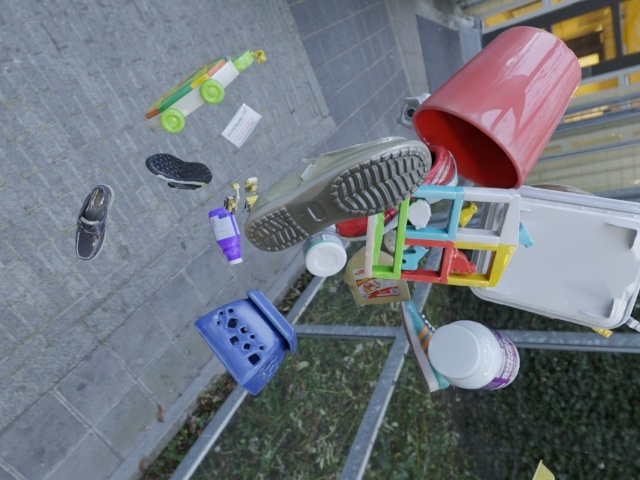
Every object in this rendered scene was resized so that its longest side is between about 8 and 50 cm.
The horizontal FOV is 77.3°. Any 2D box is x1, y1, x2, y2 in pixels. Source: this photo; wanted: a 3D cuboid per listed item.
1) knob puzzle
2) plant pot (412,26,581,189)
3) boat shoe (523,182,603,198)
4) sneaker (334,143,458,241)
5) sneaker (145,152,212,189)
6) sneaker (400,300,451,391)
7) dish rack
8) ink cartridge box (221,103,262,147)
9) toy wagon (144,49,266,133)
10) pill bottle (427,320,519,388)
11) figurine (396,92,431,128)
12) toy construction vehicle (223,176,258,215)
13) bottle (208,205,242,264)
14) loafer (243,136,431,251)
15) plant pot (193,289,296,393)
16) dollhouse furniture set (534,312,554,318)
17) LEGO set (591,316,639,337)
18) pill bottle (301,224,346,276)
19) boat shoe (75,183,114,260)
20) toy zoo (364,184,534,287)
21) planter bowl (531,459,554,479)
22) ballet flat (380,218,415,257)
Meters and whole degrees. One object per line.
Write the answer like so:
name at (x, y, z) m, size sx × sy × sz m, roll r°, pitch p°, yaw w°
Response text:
knob puzzle at (0.161, 0.099, 1.187) m, size 0.030 × 0.213 × 0.213 m, roll -54°, pitch 129°, yaw -56°
plant pot at (0.371, -0.276, 0.833) m, size 0.243 × 0.275 × 0.275 m, roll -51°, pitch 137°, yaw 0°
boat shoe at (0.602, -0.057, 0.925) m, size 0.120 × 0.324 × 0.122 m, roll -20°, pitch 121°, yaw -58°
sneaker at (0.140, -0.105, 0.816) m, size 0.118 × 0.279 × 0.107 m, roll 54°, pitch 6°, yaw -41°
sneaker at (-0.406, -0.175, 1.134) m, size 0.235 × 0.097 × 0.084 m, roll 3°, pitch 58°, yaw -64°
sneaker at (0.355, 0.328, 1.312) m, size 0.108 × 0.121 × 0.301 m, roll 69°, pitch 2°, yaw -77°
dish rack at (0.507, 0.038, 0.868) m, size 0.072 × 0.333 × 0.285 m, roll -21°, pitch 121°, yaw -61°
ink cartridge box at (-0.217, -0.311, 1.102) m, size 0.062 × 0.181 × 0.104 m, roll 35°, pitch 92°, yaw -15°
toy wagon at (-0.301, -0.404, 1.043) m, size 0.068 × 0.345 × 0.267 m, roll 53°, pitch 7°, yaw -33°
pill bottle at (0.400, 0.301, 1.049) m, size 0.302 × 0.169 × 0.169 m, roll 25°, pitch 65°, yaw -48°
figurine at (0.357, -0.394, 1.186) m, size 0.209 × 0.215 × 0.092 m, roll -42°, pitch 136°, yaw -50°
toy construction vehicle at (-0.174, -0.094, 0.919) m, size 0.086 × 0.035 × 0.098 m, roll -18°, pitch 141°, yaw -40°
bottle at (-0.454, -0.022, 1.958) m, size 0.092 × 0.118 × 0.282 m, roll -38°, pitch 111°, yaw -83°
loafer at (0.015, -0.078, 0.549) m, size 0.101 × 0.269 × 0.092 m, roll 62°, pitch 9°, yaw -46°
plant pot at (-0.205, 0.297, 1.209) m, size 0.212 × 0.236 × 0.236 m, roll -38°, pitch 159°, yaw -17°
dollhouse furniture set at (0.686, 0.149, 1.243) m, size 0.144 × 0.123 × 0.151 m, roll 93°, pitch 16°, yaw -66°
LEGO set at (0.679, 0.174, 1.024) m, size 0.093 × 0.227 × 0.087 m, roll 21°, pitch 107°, yaw -27°
pill bottle at (0.000, 0.000, 2.046) m, size 0.204 × 0.204 × 0.361 m, roll 58°, pitch 9°, yaw -34°
boat shoe at (-0.810, -0.065, 1.415) m, size 0.103 × 0.092 × 0.285 m, roll 18°, pitch 89°, yaw -11°
toy zoo at (0.231, -0.006, 0.728) m, size 0.030 × 0.294 × 0.192 m, roll -74°, pitch 167°, yaw -59°
planter bowl at (0.449, 0.569, 0.802) m, size 0.217 × 0.090 × 0.217 m, roll -25°, pitch 124°, yaw -43°
ballet flat at (0.237, -0.069, 1.147) m, size 0.124 × 0.116 × 0.342 m, roll -109°, pitch -154°, yaw -64°
